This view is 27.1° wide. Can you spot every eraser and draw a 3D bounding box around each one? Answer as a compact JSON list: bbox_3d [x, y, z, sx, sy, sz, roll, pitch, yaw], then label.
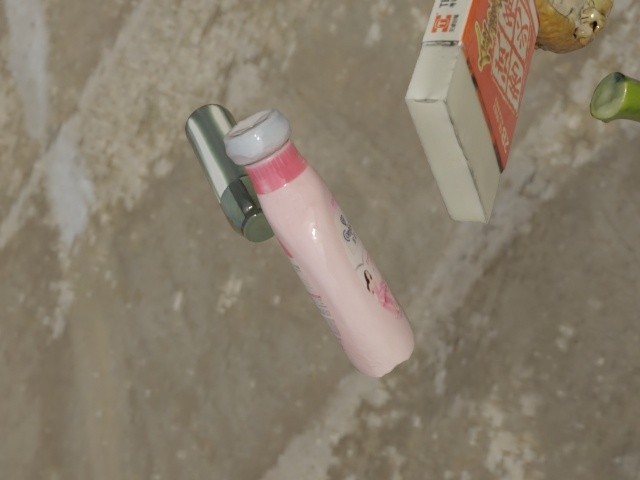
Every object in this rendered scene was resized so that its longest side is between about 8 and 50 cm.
[{"bbox_3d":[0.128,-0.149,1.070,0.038,0.157,0.230,3,56,24],"label":"eraser"}]

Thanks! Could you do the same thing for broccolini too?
[{"bbox_3d":[0.330,-0.096,1.073,0.074,0.392,0.079,-24,68,43],"label":"broccolini"}]

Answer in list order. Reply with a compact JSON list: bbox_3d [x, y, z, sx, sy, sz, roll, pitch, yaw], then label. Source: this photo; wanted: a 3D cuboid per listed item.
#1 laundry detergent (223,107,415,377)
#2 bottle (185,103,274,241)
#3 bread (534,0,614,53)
[{"bbox_3d":[0.000,0.000,1.568,0.088,0.335,0.159,-29,19,3],"label":"laundry detergent"},{"bbox_3d":[-0.128,-0.103,1.907,0.079,0.096,0.254,-31,48,3],"label":"bottle"},{"bbox_3d":[0.210,-0.316,1.287,0.149,0.274,0.274,7,78,25],"label":"bread"}]
